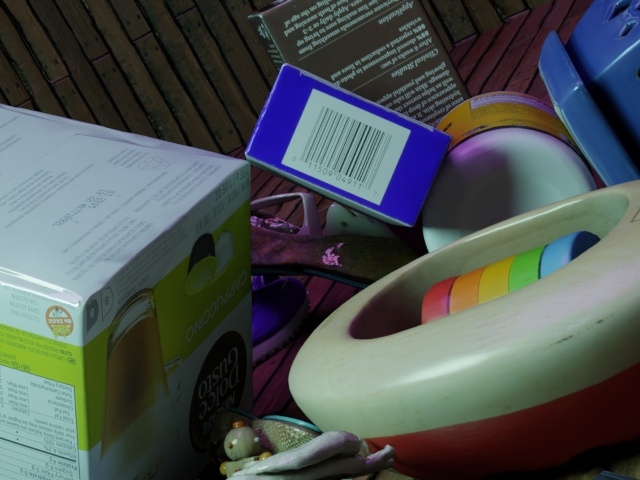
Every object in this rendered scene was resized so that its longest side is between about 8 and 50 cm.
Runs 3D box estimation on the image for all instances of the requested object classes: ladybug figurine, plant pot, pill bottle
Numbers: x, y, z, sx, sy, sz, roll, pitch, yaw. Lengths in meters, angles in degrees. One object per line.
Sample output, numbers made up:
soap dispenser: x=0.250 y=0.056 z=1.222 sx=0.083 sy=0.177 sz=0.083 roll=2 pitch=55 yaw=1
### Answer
ladybug figurine: x=0.181 y=0.082 z=1.291 sx=0.449 sy=0.162 sz=0.305 roll=-20 pitch=14 yaw=37
plant pot: x=0.364 y=-0.154 z=1.654 sx=0.212 sy=0.236 sz=0.236 roll=-33 pitch=19 yaw=13
pill bottle: x=0.206 y=-0.062 z=1.766 sx=0.188 sy=0.188 sz=0.334 roll=-27 pitch=12 yaw=11

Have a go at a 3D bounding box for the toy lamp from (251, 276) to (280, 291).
toy lamp: x=-0.178 y=0.116 z=2.164 sx=0.274 sy=0.080 sz=0.080 roll=-21 pitch=14 yaw=18

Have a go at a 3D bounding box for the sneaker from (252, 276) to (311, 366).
sneaker: x=-0.142 y=0.102 z=1.979 sx=0.293 sy=0.146 sz=0.102 roll=-37 pitch=14 yaw=-30

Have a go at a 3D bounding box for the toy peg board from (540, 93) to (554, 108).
toy peg board: x=0.335 y=-0.160 z=2.189 sx=0.160 sy=0.079 sz=0.161 roll=-40 pitch=3 yaw=35

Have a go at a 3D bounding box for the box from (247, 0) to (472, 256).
box: x=0.085 y=-0.163 z=1.991 sx=0.191 sy=0.381 sz=0.143 roll=-29 pitch=10 yaw=-5

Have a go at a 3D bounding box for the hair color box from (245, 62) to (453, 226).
hair color box: x=0.022 y=-0.097 z=1.695 sx=0.339 sy=0.185 sz=0.110 roll=-178 pitch=112 yaw=-87

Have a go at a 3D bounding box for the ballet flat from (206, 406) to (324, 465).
ballet flat: x=-0.056 y=0.211 z=1.577 sx=0.067 sy=0.073 sz=0.206 roll=-61 pitch=19 yaw=-16

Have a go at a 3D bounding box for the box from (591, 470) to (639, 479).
box: x=0.157 y=0.236 z=0.982 sx=0.220 sy=0.051 sz=0.175 roll=-34 pitch=13 yaw=-19

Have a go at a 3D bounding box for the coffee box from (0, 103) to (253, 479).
coffee box: x=-0.290 y=0.093 z=1.644 sx=0.338 sy=0.334 sz=0.337 roll=13 pitch=31 yaw=22

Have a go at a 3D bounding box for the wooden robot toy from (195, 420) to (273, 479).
wooden robot toy: x=-0.073 y=0.209 z=1.493 sx=0.173 sy=0.079 sz=0.076 roll=-19 pitch=-16 yaw=41

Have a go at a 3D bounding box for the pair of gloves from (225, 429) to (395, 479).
pair of gloves: x=-0.056 y=0.197 z=1.247 sx=0.204 sy=0.042 sz=0.240 roll=-12 pitch=-15 yaw=-16

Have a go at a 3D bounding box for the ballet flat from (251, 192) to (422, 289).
ballet flat: x=0.000 y=0.000 z=1.919 sx=0.348 sy=0.123 sz=0.123 roll=6 pitch=33 yaw=40

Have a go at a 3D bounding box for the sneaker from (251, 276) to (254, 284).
sneaker: x=-0.207 y=0.067 z=2.302 sx=0.086 sy=0.132 sz=0.228 roll=-15 pitch=18 yaw=49
